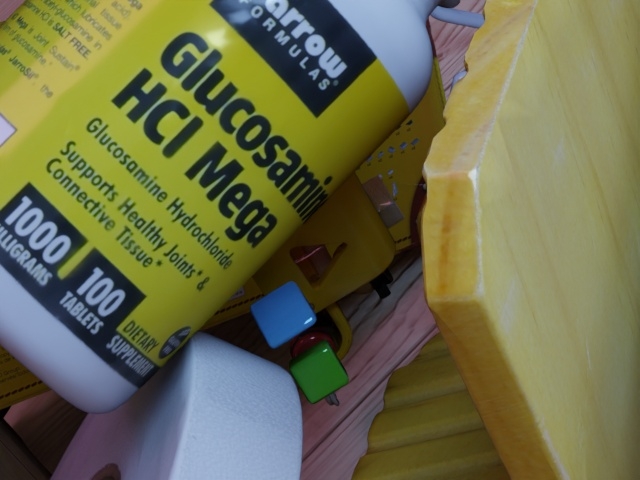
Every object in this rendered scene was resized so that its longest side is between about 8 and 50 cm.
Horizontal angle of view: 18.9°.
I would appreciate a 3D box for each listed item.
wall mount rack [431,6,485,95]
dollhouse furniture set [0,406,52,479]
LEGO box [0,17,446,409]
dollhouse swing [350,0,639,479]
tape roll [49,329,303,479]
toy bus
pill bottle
[{"bbox_3d":[0.168,-0.247,1.391,0.350,0.130,0.304,-96,21,-59],"label":"wall mount rack"},{"bbox_3d":[-0.261,0.175,1.480,0.212,0.161,0.242,-42,4,-2],"label":"dollhouse furniture set"},{"bbox_3d":[-0.205,-0.045,1.403,0.500,0.193,0.372,-21,18,-26],"label":"LEGO box"},{"bbox_3d":[0.061,0.034,1.037,0.315,0.305,0.347,-18,35,37],"label":"dollhouse swing"},{"bbox_3d":[-0.127,0.232,1.065,0.392,0.072,0.392,-57,16,26],"label":"tape roll"},{"bbox_3d":[-0.004,-0.005,1.181,0.104,0.191,0.202,-31,-8,2],"label":"toy bus"},{"bbox_3d":[-0.064,-0.085,1.014,0.334,0.188,0.188,-46,27,-3],"label":"pill bottle"}]
